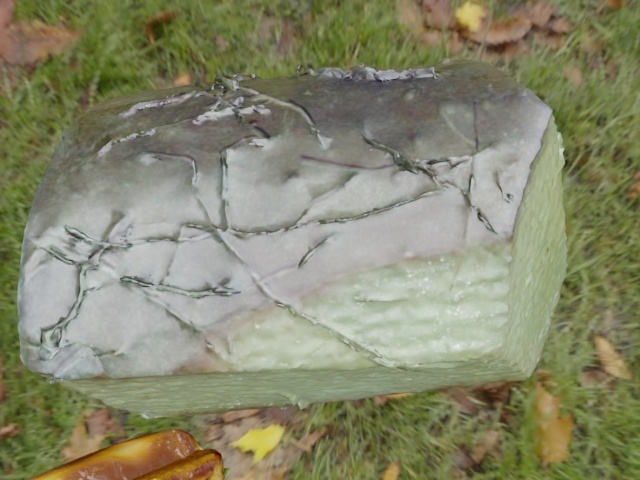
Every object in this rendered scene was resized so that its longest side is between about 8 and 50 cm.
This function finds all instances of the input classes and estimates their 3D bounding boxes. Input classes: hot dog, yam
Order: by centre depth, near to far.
[{"bbox_3d":[-0.082,0.105,0.495,0.049,0.122,0.037,29,114,32],"label":"hot dog"},{"bbox_3d":[0.001,-0.004,0.715,0.271,0.202,0.201,0,74,13],"label":"yam"}]
